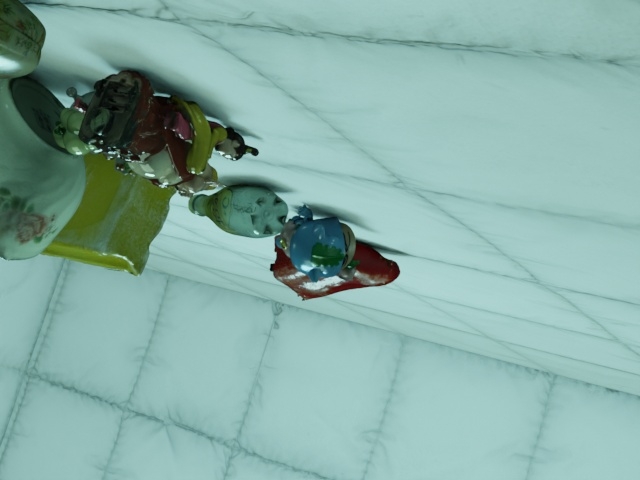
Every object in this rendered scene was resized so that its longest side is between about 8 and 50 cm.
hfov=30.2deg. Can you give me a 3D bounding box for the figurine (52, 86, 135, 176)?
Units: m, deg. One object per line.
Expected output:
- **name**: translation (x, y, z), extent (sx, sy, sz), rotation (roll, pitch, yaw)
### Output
- **figurine**: translation (-0.255, -0.135, 1.549), extent (0.197, 0.093, 0.147), rotation (22, 177, -37)

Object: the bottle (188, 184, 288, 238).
- **bottle**: translation (-0.146, -0.053, 1.934), extent (0.083, 0.083, 0.270), rotation (22, 174, -31)

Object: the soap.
- **soap**: translation (-0.378, -0.061, 1.965), extent (0.091, 0.199, 0.315), rotation (30, 167, -40)

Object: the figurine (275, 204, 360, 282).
- **figurine**: translation (0.002, 0.005, 1.966), extent (0.144, 0.114, 0.178), rotation (14, -174, -30)

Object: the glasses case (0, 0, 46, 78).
- **glasses case**: translation (-0.423, -0.254, 1.077), extent (0.156, 0.098, 0.425), rotation (7, 168, 30)

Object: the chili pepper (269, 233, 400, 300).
- **chili pepper**: translation (0.030, 0.040, 2.167), extent (0.253, 0.136, 0.144), rotation (-5, 114, 44)

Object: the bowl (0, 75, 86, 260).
- **bowl**: translation (-0.411, -0.124, 1.568), extent (0.277, 0.145, 0.277), rotation (48, -163, -20)

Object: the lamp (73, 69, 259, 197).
- **lamp**: translation (-0.178, -0.117, 1.450), extent (0.118, 0.118, 0.253), rotation (12, 169, 35)
